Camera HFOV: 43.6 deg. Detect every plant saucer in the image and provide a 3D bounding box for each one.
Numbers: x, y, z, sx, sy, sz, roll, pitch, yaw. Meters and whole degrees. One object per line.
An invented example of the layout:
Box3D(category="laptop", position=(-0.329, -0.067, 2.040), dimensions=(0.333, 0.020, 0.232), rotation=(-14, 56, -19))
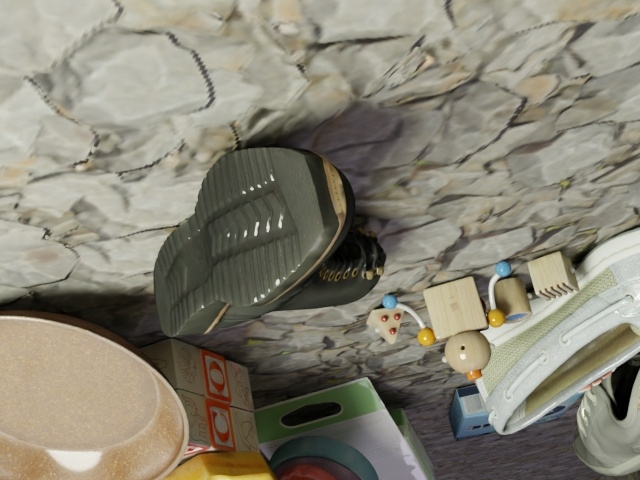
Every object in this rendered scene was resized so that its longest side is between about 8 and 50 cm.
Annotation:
Box3D(category="plant saucer", position=(-0.188, 0.112, 0.555), dimensions=(0.199, 0.036, 0.198), rotation=(1, 129, 1))

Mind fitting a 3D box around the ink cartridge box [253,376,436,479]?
Box3D(category="ink cartridge box", position=(0.023, 0.244, 0.969), dimensions=(0.171, 0.056, 0.235), rotation=(-19, 123, 14))

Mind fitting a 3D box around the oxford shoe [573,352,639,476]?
Box3D(category="oxford shoe", position=(0.398, 0.207, 1.026), dimensions=(0.130, 0.169, 0.449), rotation=(29, 167, 10))

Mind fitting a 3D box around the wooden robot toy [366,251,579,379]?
Box3D(category="wooden robot toy", position=(0.123, 0.072, 0.637), dimensions=(0.173, 0.079, 0.076), rotation=(-17, 156, 13))

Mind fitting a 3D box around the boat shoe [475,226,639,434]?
Box3D(category="boat shoe", position=(0.246, 0.069, 0.657), dimensions=(0.118, 0.103, 0.320), rotation=(8, 150, -37))

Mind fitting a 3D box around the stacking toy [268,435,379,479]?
Box3D(category="stacking toy", position=(-0.102, 0.272, 0.914), dimensions=(0.309, 0.130, 0.279), rotation=(-30, 108, 27))

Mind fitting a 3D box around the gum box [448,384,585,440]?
Box3D(category="gum box", position=(0.258, 0.222, 1.079), dimensions=(0.157, 0.041, 0.184), rotation=(-12, 157, 0))

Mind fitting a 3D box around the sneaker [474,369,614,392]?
Box3D(category="sneaker", position=(0.242, 0.131, 0.852), dimensions=(0.158, 0.061, 0.065), rotation=(-15, 150, 6))

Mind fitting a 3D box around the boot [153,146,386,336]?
Box3D(category="boot", position=(0.000, 0.000, 0.444), dimensions=(0.137, 0.076, 0.198), rotation=(-3, 168, -30))

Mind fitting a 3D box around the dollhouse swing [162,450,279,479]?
Box3D(category="dollhouse swing", position=(-0.083, 0.403, 0.648), dimensions=(0.347, 0.315, 0.305), rotation=(-30, 147, -7))

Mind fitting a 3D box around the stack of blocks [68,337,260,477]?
Box3D(category="stack of blocks", position=(-0.209, 0.187, 0.724), dimensions=(0.297, 0.087, 0.171), rotation=(-20, 155, 17))
